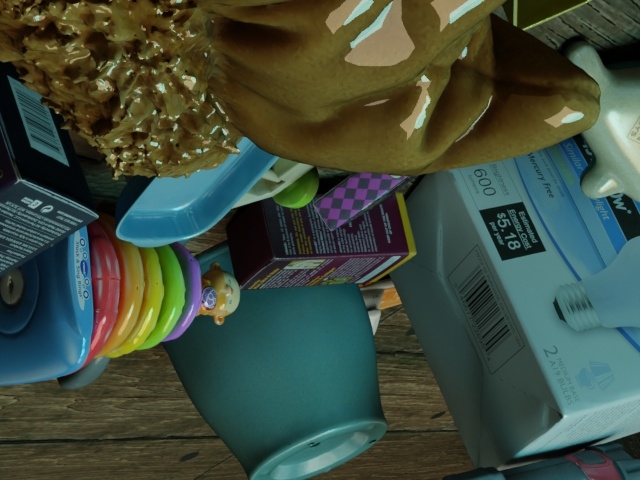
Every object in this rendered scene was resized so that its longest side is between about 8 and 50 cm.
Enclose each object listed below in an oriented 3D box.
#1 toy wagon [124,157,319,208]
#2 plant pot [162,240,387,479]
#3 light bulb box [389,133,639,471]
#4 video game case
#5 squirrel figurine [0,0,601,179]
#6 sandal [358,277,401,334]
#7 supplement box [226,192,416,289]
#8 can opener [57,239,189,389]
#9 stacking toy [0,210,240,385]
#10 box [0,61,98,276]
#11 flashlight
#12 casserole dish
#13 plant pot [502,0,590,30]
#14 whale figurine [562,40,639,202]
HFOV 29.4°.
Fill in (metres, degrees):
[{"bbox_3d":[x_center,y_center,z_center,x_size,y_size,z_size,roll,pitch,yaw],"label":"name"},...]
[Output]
[{"bbox_3d":[-0.025,-0.135,1.146,0.344,0.068,0.267,-36,155,24],"label":"toy wagon"},{"bbox_3d":[-0.045,0.155,1.516,0.271,0.255,0.272,-21,157,-9],"label":"plant pot"},{"bbox_3d":[0.321,0.068,1.551,0.361,0.358,0.225,-11,157,-28],"label":"light bulb box"},{"bbox_3d":[0.122,-0.108,1.281,0.232,0.042,0.210,-36,179,27],"label":"video game case"},{"bbox_3d":[-0.050,-0.167,0.736,0.397,0.281,0.370,-18,173,13],"label":"squirrel figurine"},{"bbox_3d":[0.071,0.106,1.753,0.265,0.076,0.102,-14,155,-22],"label":"sandal"},{"bbox_3d":[0.000,0.000,1.403,0.188,0.081,0.104,-2,159,-30],"label":"supplement box"},{"bbox_3d":[-0.224,0.066,1.370,0.074,0.093,0.280,-3,145,-39],"label":"can opener"},{"bbox_3d":[-0.184,0.051,1.213,0.165,0.175,0.302,-14,167,38],"label":"stacking toy"},{"bbox_3d":[-0.303,-0.044,0.959,0.207,0.153,0.108,-31,156,13],"label":"box"},{"bbox_3d":[0.250,0.307,1.426,0.304,0.103,0.103,-5,155,-36],"label":"flashlight"},{"bbox_3d":[-0.113,-0.058,1.088,0.114,0.037,0.188,-2,149,-44],"label":"casserole dish"},{"bbox_3d":[0.190,-0.250,1.082,0.081,0.083,0.081,-24,157,-2],"label":"plant pot"},{"bbox_3d":[0.358,-0.153,1.431,0.272,0.141,0.216,17,112,-28],"label":"whale figurine"}]
